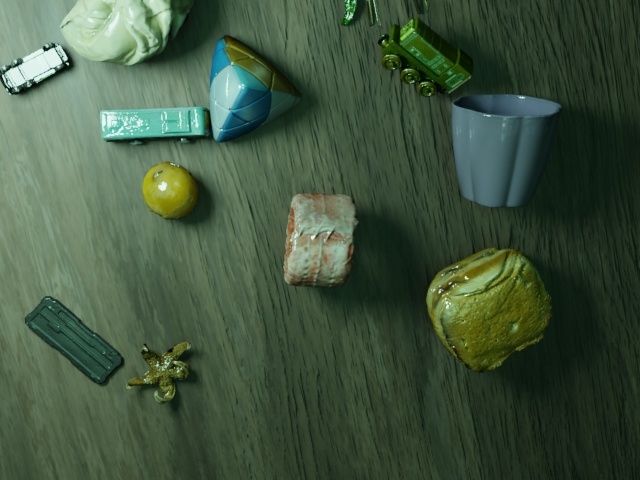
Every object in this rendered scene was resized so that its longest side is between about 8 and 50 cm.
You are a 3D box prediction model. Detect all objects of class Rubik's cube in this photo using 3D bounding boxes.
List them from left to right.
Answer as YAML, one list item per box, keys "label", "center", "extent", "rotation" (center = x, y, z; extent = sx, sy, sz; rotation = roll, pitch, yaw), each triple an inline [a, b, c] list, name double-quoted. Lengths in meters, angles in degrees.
- label: "Rubik's cube"
  center: [-0.167, -0.333, 1.828]
  extent: [0.254, 0.254, 0.255]
  rotation: [-1, 101, -5]

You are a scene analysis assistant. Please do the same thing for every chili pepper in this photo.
- label: "chili pepper"
  center: [0.063, -0.589, 1.843]
  extent: [0.055, 0.035, 0.118]
  rotation: [-13, 111, 10]

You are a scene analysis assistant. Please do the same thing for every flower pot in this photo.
- label: "flower pot"
  center: [0.448, -0.220, 1.849]
  extent: [0.264, 0.265, 0.243]
  rotation: [-4, 114, -4]

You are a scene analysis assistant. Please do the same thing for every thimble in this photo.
- label: "thimble"
  center: [0.000, 0.000, 1.846]
  extent: [0.162, 0.239, 0.239]
  rotation: [6, 100, -7]

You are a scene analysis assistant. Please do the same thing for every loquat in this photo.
- label: "loquat"
  center: [-0.369, -0.121, 1.840]
  extent: [0.141, 0.141, 0.141]
  rotation: [-1, 101, -5]

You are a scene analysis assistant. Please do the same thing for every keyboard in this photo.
- label: "keyboard"
  center: [-0.633, 0.257, 1.945]
  extent: [0.262, 0.016, 0.106]
  rotation: [43, 94, -11]

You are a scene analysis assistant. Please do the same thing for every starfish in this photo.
- label: "starfish"
  center: [-0.409, 0.324, 1.948]
  extent: [0.146, 0.074, 0.190]
  rotation: [35, 96, -11]

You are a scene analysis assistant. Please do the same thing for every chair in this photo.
- label: "chair"
  center: [0.148, -0.680, 1.773]
  extent: [0.159, 0.170, 0.326]
  rotation: [-13, 108, 0]

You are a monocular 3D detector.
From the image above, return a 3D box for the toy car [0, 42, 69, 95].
- label: "toy car"
  center: [-0.678, -0.409, 1.793]
  extent: [0.165, 0.062, 0.071]
  rotation: [-27, 103, 1]

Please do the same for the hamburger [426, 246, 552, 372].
- label: "hamburger"
  center: [0.432, 0.174, 1.943]
  extent: [0.304, 0.174, 0.284]
  rotation: [-25, 104, 0]

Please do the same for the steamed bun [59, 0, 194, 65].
- label: "steamed bun"
  center: [-0.410, -0.522, 1.710]
  extent: [0.319, 0.275, 0.206]
  rotation: [-20, 134, 27]

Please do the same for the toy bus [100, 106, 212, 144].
- label: "toy bus"
  center: [-0.397, -0.280, 1.823]
  extent: [0.261, 0.109, 0.091]
  rotation: [-4, 95, -5]

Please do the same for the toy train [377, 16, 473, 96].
- label: "toy train"
  center: [0.249, -0.440, 1.814]
  extent: [0.225, 0.090, 0.137]
  rotation: [30, 140, -26]
